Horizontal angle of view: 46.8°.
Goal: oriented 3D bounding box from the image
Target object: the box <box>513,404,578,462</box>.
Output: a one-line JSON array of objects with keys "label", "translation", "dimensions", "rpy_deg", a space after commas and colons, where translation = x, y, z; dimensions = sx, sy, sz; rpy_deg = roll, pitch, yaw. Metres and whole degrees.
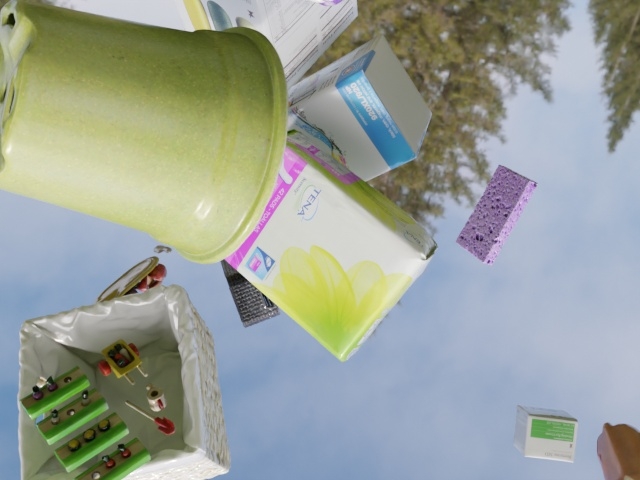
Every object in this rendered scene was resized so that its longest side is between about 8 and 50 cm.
[{"label": "box", "translation": [0.455, 0.391, 1.501], "dimensions": [0.101, 0.087, 0.102], "rpy_deg": [6, 179, 2]}]

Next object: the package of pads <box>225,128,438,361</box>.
[{"label": "package of pads", "translation": [0.000, 0.000, 1.114], "dimensions": [0.296, 0.229, 0.101], "rpy_deg": [40, -156, 7]}]

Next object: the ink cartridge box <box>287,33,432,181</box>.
[{"label": "ink cartridge box", "translation": [0.035, -0.194, 1.232], "dimensions": [0.233, 0.168, 0.171], "rpy_deg": [-24, -156, 30]}]

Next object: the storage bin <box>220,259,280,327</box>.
[{"label": "storage bin", "translation": [-0.155, 0.099, 1.607], "dimensions": [0.084, 0.122, 0.180], "rpy_deg": [-21, -163, -7]}]

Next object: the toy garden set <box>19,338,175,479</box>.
[{"label": "toy garden set", "translation": [-0.347, 0.267, 1.197], "dimensions": [0.204, 0.049, 0.244], "rpy_deg": [-31, -134, -29]}]

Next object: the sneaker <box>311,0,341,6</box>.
[{"label": "sneaker", "translation": [0.020, -0.255, 0.613], "dimensions": [0.068, 0.071, 0.170], "rpy_deg": [-11, -124, 27]}]

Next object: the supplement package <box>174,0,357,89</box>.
[{"label": "supplement package", "translation": [-0.087, -0.388, 1.058], "dimensions": [0.199, 0.262, 0.198], "rpy_deg": [34, -106, 19]}]

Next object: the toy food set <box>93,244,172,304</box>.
[{"label": "toy food set", "translation": [-0.410, 0.103, 1.686], "dimensions": [0.218, 0.071, 0.128], "rpy_deg": [-43, -159, -25]}]

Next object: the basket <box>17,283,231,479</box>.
[{"label": "basket", "translation": [-0.360, 0.303, 1.414], "dimensions": [0.331, 0.266, 0.328], "rpy_deg": [-14, -116, 4]}]

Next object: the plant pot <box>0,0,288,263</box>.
[{"label": "plant pot", "translation": [-0.216, -0.125, 0.778], "dimensions": [0.254, 0.276, 0.276], "rpy_deg": [9, -153, -38]}]

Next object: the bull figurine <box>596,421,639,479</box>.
[{"label": "bull figurine", "translation": [0.472, 0.388, 1.049], "dimensions": [0.188, 0.101, 0.310], "rpy_deg": [47, -154, -11]}]

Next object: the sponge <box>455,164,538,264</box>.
[{"label": "sponge", "translation": [0.395, -0.059, 1.667], "dimensions": [0.031, 0.210, 0.117], "rpy_deg": [18, -164, -31]}]
